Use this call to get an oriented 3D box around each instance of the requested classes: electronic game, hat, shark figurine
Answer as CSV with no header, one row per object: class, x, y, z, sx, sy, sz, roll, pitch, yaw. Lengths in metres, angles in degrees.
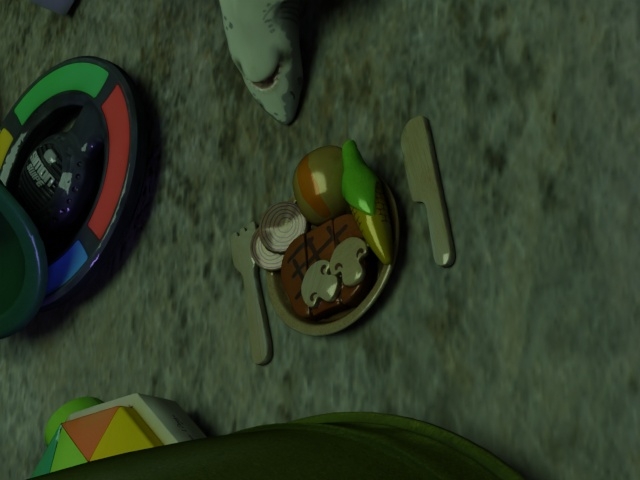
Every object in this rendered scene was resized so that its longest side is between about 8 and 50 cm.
electronic game,-0.228,-0.050,1.174,0.229,0.048,0.229,-19,62,39
hat,-0.294,-0.040,1.186,0.173,0.208,0.183,-46,7,30
shark figurine,-0.002,-0.244,0.995,0.166,0.116,0.278,42,117,10

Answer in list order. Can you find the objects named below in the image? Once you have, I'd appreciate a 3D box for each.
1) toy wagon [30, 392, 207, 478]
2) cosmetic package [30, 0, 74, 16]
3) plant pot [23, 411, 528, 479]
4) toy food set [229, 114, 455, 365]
toy wagon,-0.171,0.286,0.976,0.267,0.068,0.344,40,104,45
cosmetic package,-0.277,-0.370,1.279,0.224,0.138,0.224,-57,44,14
plant pot,-0.078,0.253,0.643,0.366,0.353,0.366,-7,76,32
toy food set,0.000,0.000,0.936,0.192,0.038,0.132,-32,55,33
